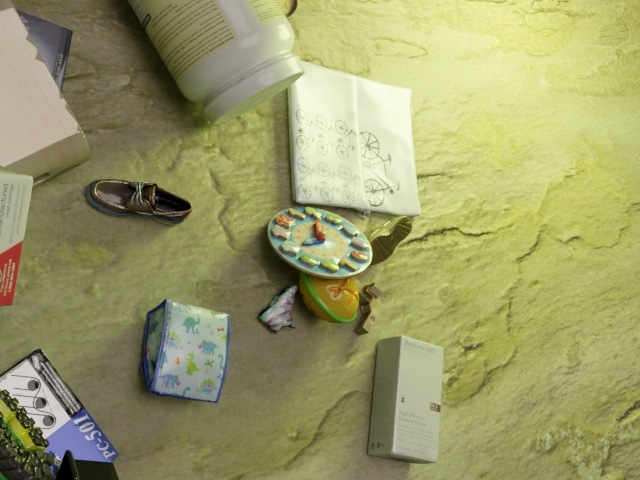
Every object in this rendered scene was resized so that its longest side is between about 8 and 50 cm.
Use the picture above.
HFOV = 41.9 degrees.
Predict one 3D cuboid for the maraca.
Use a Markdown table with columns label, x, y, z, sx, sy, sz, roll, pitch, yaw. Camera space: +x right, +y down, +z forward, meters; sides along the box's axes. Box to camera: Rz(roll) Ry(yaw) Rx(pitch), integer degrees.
| label | x | y | z | sx | sy | sz | roll | pitch | yaw |
| --- | --- | --- | --- | --- | --- | --- | --- | --- | --- |
| maraca | 0.005 | 0.079 | 1.589 | 0.186 | 0.099 | 0.127 | 56 | 23 | 16 |

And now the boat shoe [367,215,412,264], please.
| label | x | y | z | sx | sy | sz | roll | pitch | yaw |
| --- | --- | --- | --- | --- | --- | --- | --- | --- | --- |
| boat shoe | 0.128 | 0.000 | 1.737 | 0.153 | 0.048 | 0.056 | -43 | 114 | -29 |

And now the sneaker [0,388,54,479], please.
| label | x | y | z | sx | sy | sz | roll | pitch | yaw |
| --- | --- | --- | --- | --- | --- | --- | --- | --- | --- |
| sneaker | -0.527 | 0.222 | 1.149 | 0.146 | 0.134 | 0.343 | -37 | 81 | 5 |

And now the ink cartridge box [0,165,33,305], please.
| label | x | y | z | sx | sy | sz | roll | pitch | yaw |
| --- | --- | --- | --- | --- | --- | --- | --- | --- | --- |
| ink cartridge box | -0.547 | -0.012 | 1.123 | 0.273 | 0.114 | 0.197 | 1 | 103 | -55 |

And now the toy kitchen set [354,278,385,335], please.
| label | x | y | z | sx | sy | sz | roll | pitch | yaw |
| --- | --- | --- | --- | --- | --- | --- | --- | --- | --- |
| toy kitchen set | 0.085 | 0.127 | 1.645 | 0.083 | 0.068 | 0.075 | 43 | 56 | -16 |

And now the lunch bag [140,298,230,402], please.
| label | x | y | z | sx | sy | sz | roll | pitch | yaw |
| --- | --- | --- | --- | --- | --- | --- | --- | --- | --- |
| lunch bag | -0.225 | 0.190 | 1.392 | 0.128 | 0.096 | 0.151 | 16 | 57 | -31 |

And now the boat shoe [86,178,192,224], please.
| label | x | y | z | sx | sy | sz | roll | pitch | yaw |
| --- | --- | --- | --- | --- | --- | --- | --- | --- | --- |
| boat shoe | -0.306 | -0.075 | 1.437 | 0.183 | 0.066 | 0.066 | 10 | 69 | -32 |

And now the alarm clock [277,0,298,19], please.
| label | x | y | z | sx | sy | sz | roll | pitch | yaw |
| --- | --- | --- | --- | --- | --- | --- | --- | --- | --- |
| alarm clock | -0.116 | -0.513 | 1.711 | 0.129 | 0.064 | 0.192 | 2 | 76 | -34 |

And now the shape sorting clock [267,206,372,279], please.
| label | x | y | z | sx | sy | sz | roll | pitch | yaw |
| --- | --- | --- | --- | --- | --- | --- | --- | --- | --- |
| shape sorting clock | 0.000 | 0.000 | 1.579 | 0.206 | 0.040 | 0.206 | 10 | 35 | -7 |

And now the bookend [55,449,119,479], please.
| label | x | y | z | sx | sy | sz | roll | pitch | yaw |
| --- | --- | --- | --- | --- | --- | --- | --- | --- | --- |
| bookend | -0.317 | 0.401 | 1.227 | 0.157 | 0.072 | 0.156 | 16 | 103 | -31 |

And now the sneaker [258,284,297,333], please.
| label | x | y | z | sx | sy | sz | roll | pitch | yaw |
| --- | --- | --- | --- | --- | --- | --- | --- | --- | --- |
| sneaker | -0.064 | 0.135 | 1.562 | 0.098 | 0.038 | 0.069 | -44 | 104 | -27 |

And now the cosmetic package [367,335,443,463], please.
| label | x | y | z | sx | sy | sz | roll | pitch | yaw |
| --- | --- | --- | --- | --- | --- | --- | --- | --- | --- |
| cosmetic package | 0.169 | 0.312 | 1.637 | 0.117 | 0.085 | 0.231 | 19 | 67 | -30 |

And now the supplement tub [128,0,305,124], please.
| label | x | y | z | sx | sy | sz | roll | pitch | yaw |
| --- | --- | --- | --- | --- | --- | --- | --- | --- | --- |
| supplement tub | -0.193 | -0.397 | 1.512 | 0.235 | 0.235 | 0.325 | -33 | 95 | -37 |

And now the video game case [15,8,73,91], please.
| label | x | y | z | sx | sy | sz | roll | pitch | yaw |
| --- | --- | --- | --- | --- | --- | --- | --- | --- | --- |
| video game case | -0.556 | -0.306 | 1.363 | 0.274 | 0.026 | 0.196 | 16 | 67 | -30 |

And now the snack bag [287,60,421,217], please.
| label | x | y | z | sx | sy | sz | roll | pitch | yaw |
| --- | --- | --- | --- | --- | --- | --- | --- | --- | --- |
| snack bag | 0.079 | -0.208 | 1.769 | 0.342 | 0.037 | 0.323 | 8 | 71 | -33 |

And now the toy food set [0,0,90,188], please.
| label | x | y | z | sx | sy | sz | roll | pitch | yaw |
| --- | --- | --- | --- | --- | --- | --- | --- | --- | --- |
| toy food set | -0.528 | -0.215 | 1.298 | 0.219 | 0.092 | 0.306 | -31 | 99 | -22 |

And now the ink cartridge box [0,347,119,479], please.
| label | x | y | z | sx | sy | sz | roll | pitch | yaw |
| --- | --- | --- | --- | --- | --- | --- | --- | --- | --- |
| ink cartridge box | -0.408 | 0.276 | 1.268 | 0.097 | 0.046 | 0.207 | -38 | 99 | -35 |
